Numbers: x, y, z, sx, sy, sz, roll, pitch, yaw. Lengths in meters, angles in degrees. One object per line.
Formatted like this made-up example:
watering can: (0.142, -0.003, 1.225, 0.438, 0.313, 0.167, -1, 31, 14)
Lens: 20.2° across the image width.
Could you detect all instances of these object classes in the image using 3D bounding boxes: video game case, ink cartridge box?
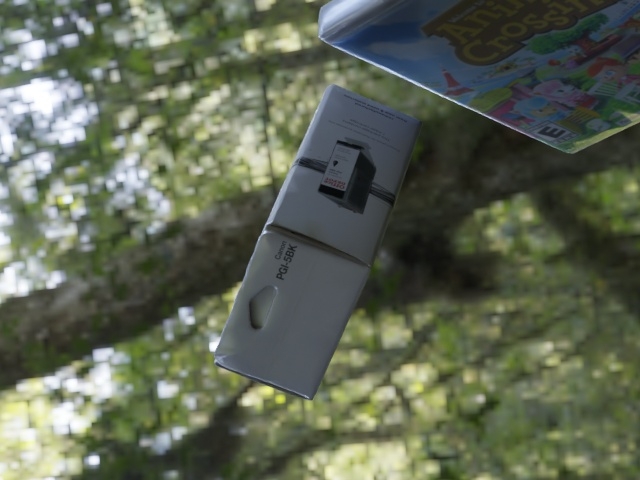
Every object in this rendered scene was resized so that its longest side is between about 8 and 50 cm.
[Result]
video game case: (0.139, -0.116, 0.907, 0.193, 0.212, 0.023, 21, -121, -35)
ink cartridge box: (0.000, 0.000, 0.916, 0.135, 0.056, 0.099, -69, 1, -52)
